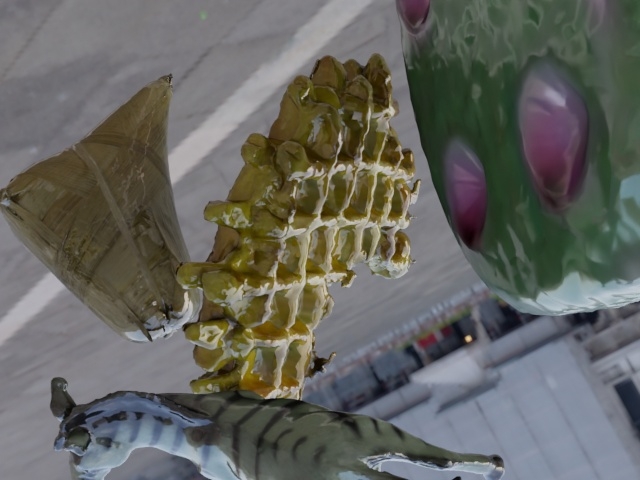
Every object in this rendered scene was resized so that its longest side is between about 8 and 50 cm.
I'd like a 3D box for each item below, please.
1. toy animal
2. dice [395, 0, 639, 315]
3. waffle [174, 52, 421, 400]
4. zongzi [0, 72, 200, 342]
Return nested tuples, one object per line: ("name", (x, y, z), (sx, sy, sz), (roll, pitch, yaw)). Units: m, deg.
("toy animal", (-0.029, 0.118, 0.587), (0.216, 0.074, 0.176), (-2, 158, 39))
("dice", (0.235, -0.140, 0.610), (0.318, 0.323, 0.330), (-11, 172, -11))
("waffle", (0.000, 0.000, 0.795), (0.293, 0.069, 0.260), (-54, 150, -37))
("zongzi", (-0.145, -0.029, 0.903), (0.197, 0.194, 0.099), (-42, 173, -19))
